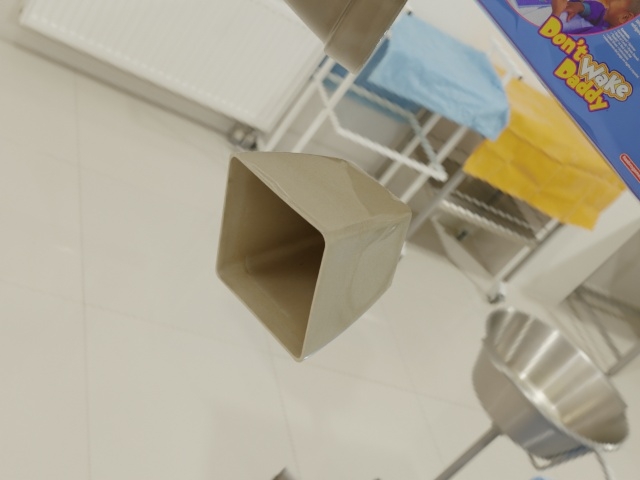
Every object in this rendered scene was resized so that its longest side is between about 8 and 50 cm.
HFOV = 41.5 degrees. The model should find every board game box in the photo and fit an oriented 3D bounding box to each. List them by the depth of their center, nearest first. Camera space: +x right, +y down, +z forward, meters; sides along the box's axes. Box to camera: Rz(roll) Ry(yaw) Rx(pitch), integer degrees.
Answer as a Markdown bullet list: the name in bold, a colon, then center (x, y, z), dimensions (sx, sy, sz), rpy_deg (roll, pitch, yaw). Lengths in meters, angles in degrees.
- **board game box**: center (0.314, -0.240, 0.851), dimensions (0.347, 0.233, 0.078), rpy_deg (54, 15, 7)

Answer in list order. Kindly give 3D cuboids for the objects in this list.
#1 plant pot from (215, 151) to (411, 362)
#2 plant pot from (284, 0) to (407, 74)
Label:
- **plant pot**: center (0.000, 0.000, 0.593), dimensions (0.096, 0.109, 0.109), rpy_deg (-18, 45, -35)
- **plant pot**: center (0.025, -0.454, 1.228), dimensions (0.280, 0.323, 0.323), rpy_deg (33, 29, -6)
